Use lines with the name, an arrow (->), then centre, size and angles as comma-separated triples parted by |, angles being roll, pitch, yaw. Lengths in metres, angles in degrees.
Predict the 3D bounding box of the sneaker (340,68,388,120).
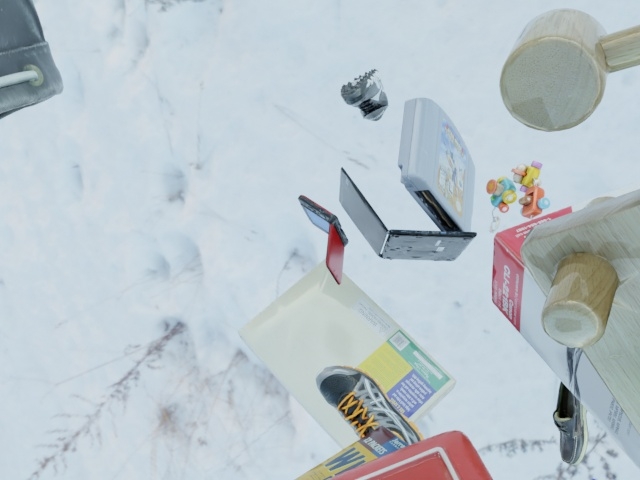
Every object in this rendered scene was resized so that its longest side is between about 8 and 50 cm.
sneaker -> 0.106, -0.308, 1.523 | 0.078, 0.234, 0.106 | -21, 103, 19

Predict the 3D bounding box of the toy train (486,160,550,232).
toy train -> 0.331, -0.076, 1.211 | 0.166, 0.046, 0.125 | -30, 42, 66

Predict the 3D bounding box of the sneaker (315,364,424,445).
sneaker -> 0.078, 0.284, 1.126 | 0.215, 0.083, 0.084 | 39, 110, 5

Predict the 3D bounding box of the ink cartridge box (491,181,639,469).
ink cartridge box -> 0.335, 0.077, 0.725 | 0.273, 0.197, 0.114 | -123, 19, -49

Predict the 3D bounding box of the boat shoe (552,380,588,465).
boat shoe -> 0.401, 0.288, 1.132 | 0.056, 0.049, 0.152 | -174, 87, -69

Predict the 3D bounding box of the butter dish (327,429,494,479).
butter dish -> 0.099, 0.286, 0.662 | 0.160, 0.160, 0.118 | -115, 4, -61

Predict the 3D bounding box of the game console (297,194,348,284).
game console -> 0.000, 0.000, 1.280 | 0.124, 0.144, 0.085 | 33, 80, 19

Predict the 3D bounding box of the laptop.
laptop -> 0.170, -0.047, 1.455 | 0.264, 0.234, 0.136 | 2, 77, 1

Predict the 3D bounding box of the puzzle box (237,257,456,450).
puzzle box -> 0.051, 0.257, 1.506 | 0.409, 0.272, 0.052 | 44, 162, 24

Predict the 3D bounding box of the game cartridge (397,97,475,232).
game cartridge -> 0.238, -0.140, 1.378 | 0.062, 0.297, 0.198 | -1, 66, 32

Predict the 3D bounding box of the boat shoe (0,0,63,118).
boat shoe -> -0.220, -0.035, 0.276 | 0.121, 0.335, 0.119 | -11, 120, 36

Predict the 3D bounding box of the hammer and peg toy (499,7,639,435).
hammer and peg toy -> 0.256, 0.017, 0.380 | 0.266, 0.127, 0.361 | -23, 110, 43

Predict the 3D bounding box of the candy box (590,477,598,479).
candy box -> 0.586, 0.661, 1.345 | 0.268, 0.122, 0.317 | 23, 121, 18

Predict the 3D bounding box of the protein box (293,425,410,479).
protein box -> 0.066, 0.393, 0.907 | 0.136, 0.200, 0.201 | 12, 126, 67
